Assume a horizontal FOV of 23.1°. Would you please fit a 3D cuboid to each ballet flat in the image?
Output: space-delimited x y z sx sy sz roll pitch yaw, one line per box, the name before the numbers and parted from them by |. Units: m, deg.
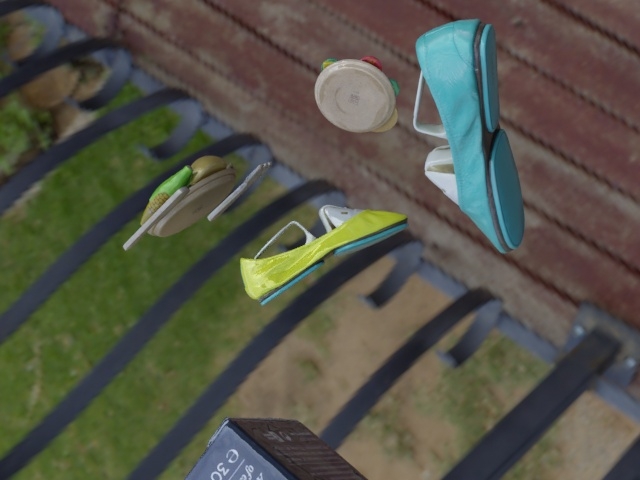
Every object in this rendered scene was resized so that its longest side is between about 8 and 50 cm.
ballet flat | 0.000 0.000 2.017 0.077 0.231 0.077 61 175 5
ballet flat | 0.136 -0.098 1.485 0.087 0.083 0.247 1 125 23

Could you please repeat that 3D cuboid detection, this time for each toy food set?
toy food set | 0.035 -0.141 1.511 0.083 0.020 0.082 7 126 13
toy food set | -0.149 -0.053 1.798 0.132 0.192 0.038 -42 79 30

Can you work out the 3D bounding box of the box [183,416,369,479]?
box | 0.000 0.409 1.542 0.395 0.212 0.293 38 97 19
